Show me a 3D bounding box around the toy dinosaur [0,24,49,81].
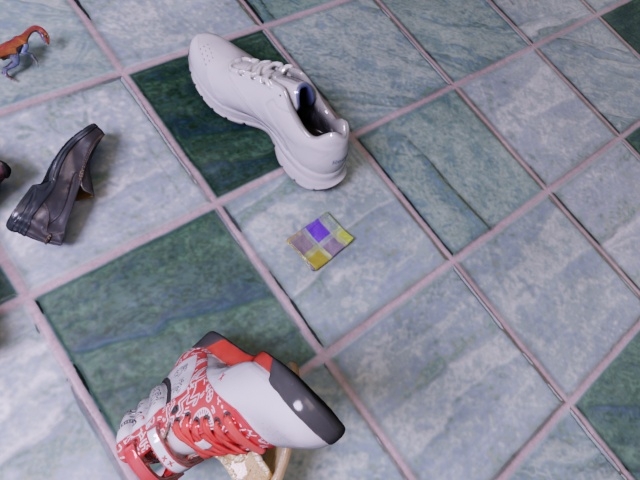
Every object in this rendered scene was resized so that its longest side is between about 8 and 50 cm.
[{"bbox_3d":[-0.402,-0.256,0.655,0.047,0.090,0.082,36,92,-15],"label":"toy dinosaur"}]

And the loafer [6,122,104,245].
[{"bbox_3d":[-0.308,-0.070,0.604,0.061,0.062,0.170,34,62,-24],"label":"loafer"}]

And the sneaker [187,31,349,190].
[{"bbox_3d":[-0.065,-0.206,0.693,0.297,0.129,0.111,40,63,6],"label":"sneaker"}]

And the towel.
[{"bbox_3d":[0.000,0.000,0.681,0.083,0.009,0.060,-36,79,-27],"label":"towel"}]

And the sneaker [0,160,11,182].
[{"bbox_3d":[-0.398,-0.020,0.523,0.163,0.106,0.281,-34,78,-30],"label":"sneaker"}]

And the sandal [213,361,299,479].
[{"bbox_3d":[-0.080,0.237,0.502,0.079,0.088,0.239,15,68,-14],"label":"sandal"}]

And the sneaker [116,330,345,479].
[{"bbox_3d":[-0.095,0.170,0.440,0.145,0.270,0.090,-46,111,-23],"label":"sneaker"}]
